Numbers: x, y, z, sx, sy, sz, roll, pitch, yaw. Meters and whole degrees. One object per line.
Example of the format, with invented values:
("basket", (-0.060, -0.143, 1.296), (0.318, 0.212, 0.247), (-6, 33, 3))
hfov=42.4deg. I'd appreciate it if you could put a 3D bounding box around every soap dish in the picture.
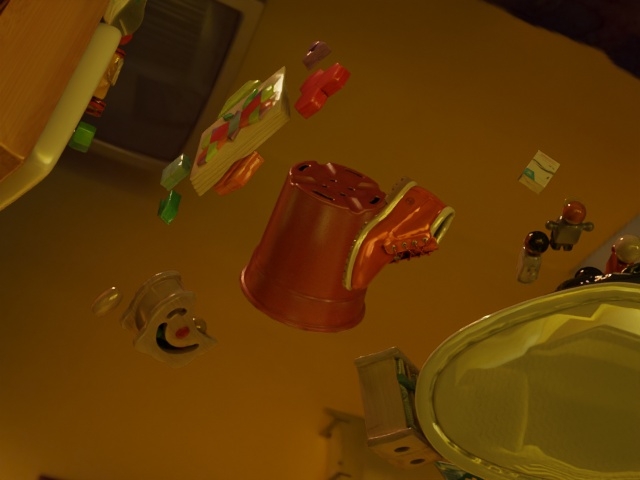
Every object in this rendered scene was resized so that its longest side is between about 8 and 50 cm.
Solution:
("soap dish", (-0.356, -0.140, 0.893), (0.291, 0.118, 0.228), (-21, -136, 45))

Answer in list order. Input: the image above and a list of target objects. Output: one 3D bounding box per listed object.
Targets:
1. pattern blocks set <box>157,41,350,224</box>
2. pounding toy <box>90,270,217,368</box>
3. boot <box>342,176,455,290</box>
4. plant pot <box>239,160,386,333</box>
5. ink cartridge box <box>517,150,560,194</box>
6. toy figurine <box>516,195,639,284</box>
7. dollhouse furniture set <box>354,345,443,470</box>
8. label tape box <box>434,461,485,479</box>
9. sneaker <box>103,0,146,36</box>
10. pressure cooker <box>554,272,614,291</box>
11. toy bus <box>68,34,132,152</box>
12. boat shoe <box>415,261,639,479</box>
("pattern blocks set", (-0.108, -0.154, 1.133), (0.325, 0.026, 0.285), (-42, -154, 10))
("pounding toy", (-0.318, 0.127, 1.628), (0.154, 0.269, 0.155), (-43, -125, 2))
("boot", (0.092, 0.004, 0.974), (0.158, 0.085, 0.059), (-53, 157, -12))
("plant pot", (0.000, 0.000, 1.658), (0.272, 0.273, 0.265), (-102, -153, -59))
("ink cartridge box", (0.406, -0.131, 1.520), (0.083, 0.048, 0.028), (-51, 171, -28))
("toy figurine", (0.520, 0.036, 1.676), (0.209, 0.213, 0.148), (44, -28, 28))
("dollhouse furniture set", (0.162, 0.215, 1.122), (0.184, 0.129, 0.129), (-20, -125, 17))
("label tape box", (0.336, 0.608, 1.597), (0.115, 0.347, 0.249), (-37, -169, -26))
("sneaker", (-0.234, -0.338, 1.063), (0.152, 0.054, 0.061), (-45, -118, 15))
("pressure cooker", (0.538, 0.285, 1.309), (0.370, 0.376, 0.420), (-13, -115, 60))
("toy bus", (-0.378, -0.264, 1.304), (0.202, 0.104, 0.190), (-55, -158, 37))
("boat shoe", (0.224, 0.070, 0.505), (0.113, 0.340, 0.127), (24, 52, -89))
